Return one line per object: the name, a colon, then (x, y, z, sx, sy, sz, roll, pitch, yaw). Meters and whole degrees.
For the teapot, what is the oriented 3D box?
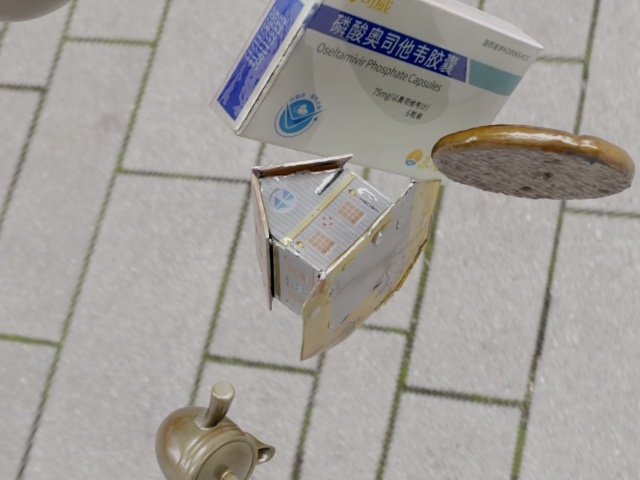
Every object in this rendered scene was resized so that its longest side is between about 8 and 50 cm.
teapot: (-0.078, 0.143, 0.998, 0.085, 0.110, 0.080, -21, 42, -37)

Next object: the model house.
model house: (0.000, 0.000, 1.308, 0.136, 0.219, 0.207, 37, 68, 17)

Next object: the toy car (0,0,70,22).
toy car: (-0.224, -0.229, 0.885, 0.336, 0.242, 0.226, -29, 84, 33)

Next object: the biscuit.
biscuit: (0.216, -0.080, 1.357, 0.212, 0.212, 0.036, 4, 78, 19)

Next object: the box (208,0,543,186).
box: (0.066, -0.173, 1.385, 0.065, 0.343, 0.200, 50, 117, 36)
